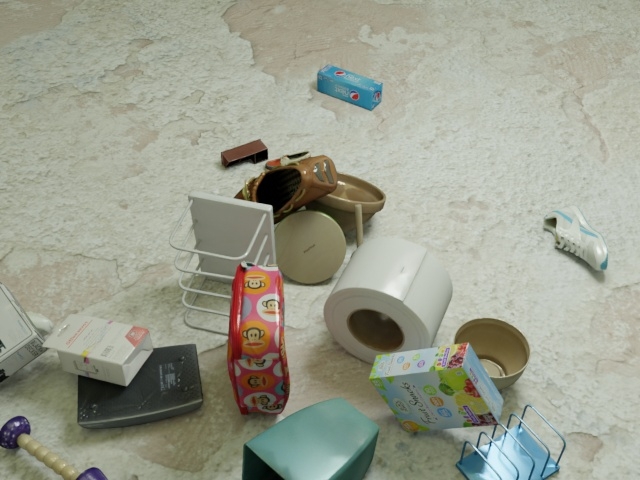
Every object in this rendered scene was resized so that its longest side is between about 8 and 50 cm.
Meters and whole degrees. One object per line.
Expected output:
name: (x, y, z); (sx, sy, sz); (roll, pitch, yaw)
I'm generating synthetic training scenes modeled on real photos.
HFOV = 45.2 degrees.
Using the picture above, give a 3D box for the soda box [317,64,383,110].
soda box: (0.093, -0.492, 2.464); (0.210, 0.071, 0.067); (25, 48, 24)

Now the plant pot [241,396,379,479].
plant pot: (-0.008, 0.416, 1.449); (0.165, 0.165, 0.234); (32, 44, 29)

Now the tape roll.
tape roll: (0.148, 0.138, 1.677); (0.246, 0.246, 0.169); (17, 47, 17)

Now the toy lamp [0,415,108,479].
toy lamp: (-0.505, 0.435, 1.483); (0.274, 0.080, 0.080); (26, 49, 27)

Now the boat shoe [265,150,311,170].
boat shoe: (-0.093, -0.229, 2.207); (0.137, 0.043, 0.049); (-9, 46, -8)

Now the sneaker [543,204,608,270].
sneaker: (0.649, 0.002, 1.947); (0.092, 0.087, 0.229); (-15, 38, -6)

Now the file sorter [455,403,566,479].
file sorter: (0.370, 0.414, 1.488); (0.170, 0.104, 0.118); (-24, 48, -23)

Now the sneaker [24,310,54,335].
sneaker: (-0.716, 0.215, 1.718); (0.235, 0.090, 0.095); (-5, 56, 0)

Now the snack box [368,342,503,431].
snack box: (0.227, 0.293, 1.507); (0.207, 0.174, 0.070); (-14, 34, 35)

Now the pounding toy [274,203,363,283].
pounding toy: (0.000, 0.000, 1.901); (0.236, 0.183, 0.110); (-9, 13, 5)

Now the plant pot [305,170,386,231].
plant pot: (0.042, -0.096, 1.990); (0.237, 0.110, 0.237); (15, 21, -6)

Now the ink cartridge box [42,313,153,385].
ink cartridge box: (-0.473, 0.229, 1.633); (0.198, 0.067, 0.115); (10, 37, 17)

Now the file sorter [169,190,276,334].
file sorter: (-0.217, 0.060, 1.734); (0.192, 0.278, 0.173); (11, 46, 11)

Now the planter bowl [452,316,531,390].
planter bowl: (0.359, 0.260, 1.646); (0.162, 0.109, 0.162); (0, 44, 0)

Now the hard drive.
hard drive: (-0.380, 0.312, 1.626); (0.254, 0.054, 0.172); (-9, 44, -9)

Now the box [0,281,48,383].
box: (-0.740, 0.241, 1.608); (0.290, 0.087, 0.169); (-38, 67, -17)

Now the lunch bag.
lunch bag: (-0.122, 0.189, 1.580); (0.120, 0.293, 0.258); (0, 46, -1)

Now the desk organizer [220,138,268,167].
desk organizer: (-0.218, -0.244, 2.220); (0.130, 0.047, 0.050); (-22, 50, -22)

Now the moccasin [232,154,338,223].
moccasin: (-0.122, -0.106, 1.886); (0.147, 0.139, 0.380); (-9, -2, -40)
